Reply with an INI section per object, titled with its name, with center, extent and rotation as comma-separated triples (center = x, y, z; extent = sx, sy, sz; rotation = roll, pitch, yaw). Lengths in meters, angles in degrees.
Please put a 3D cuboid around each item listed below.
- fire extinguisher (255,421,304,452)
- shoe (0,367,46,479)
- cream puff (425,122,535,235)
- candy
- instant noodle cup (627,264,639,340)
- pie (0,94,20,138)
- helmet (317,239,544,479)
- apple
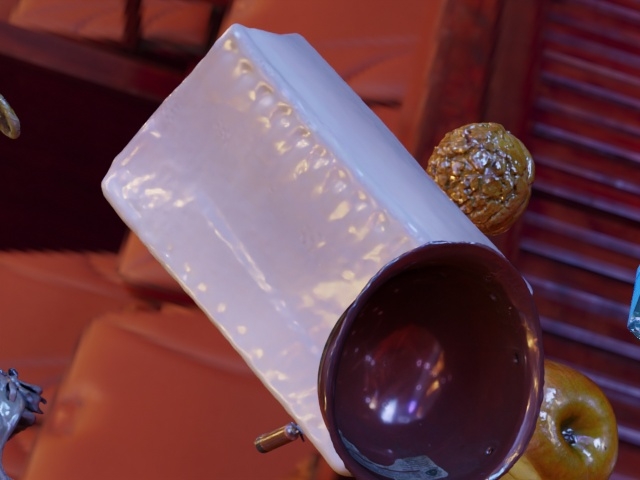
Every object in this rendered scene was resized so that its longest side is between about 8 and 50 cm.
[fire extinguisher]
center = -0.043, 0.227, 1.917
extent = 0.083, 0.028, 0.022
rotation = -30, 11, 49
[shoe]
center = -0.339, 0.136, 1.601
extent = 0.109, 0.149, 0.293
rotation = 150, 114, -66
[cream puff]
center = 0.182, -0.074, 1.954
extent = 0.126, 0.103, 0.144
rotation = -30, 54, 26
[candy]
center = -0.001, 0.002, 1.428
extent = 0.208, 0.359, 0.145
rotation = -49, -17, 22
[instant noodle cup]
center = 0.397, 0.100, 1.502
extent = 0.178, 0.240, 0.240
rotation = 78, -157, -52
[pie]
center = -0.420, -0.171, 2.173
extent = 0.017, 0.085, 0.085
rotation = -38, -14, -24
[helmet]
center = 0.061, 0.080, 1.116
extent = 0.106, 0.155, 0.175
rotation = -161, 81, -70
[apple]
center = 0.242, 0.215, 1.901
extent = 0.173, 0.195, 0.160
rotation = -16, 23, 51
